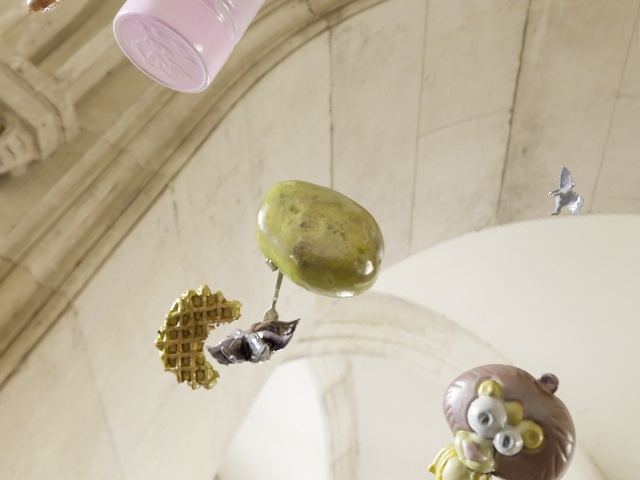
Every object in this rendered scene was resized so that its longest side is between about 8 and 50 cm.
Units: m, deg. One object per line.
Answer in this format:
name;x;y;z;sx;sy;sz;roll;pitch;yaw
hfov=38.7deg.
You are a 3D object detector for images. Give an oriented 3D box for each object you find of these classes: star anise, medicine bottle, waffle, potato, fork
star anise;-0.116;0.185;1.642;0.204;0.180;0.061;-12;-79;48
medicine bottle;-0.209;-0.446;1.634;0.202;0.316;0.202;23;-26;12
waffle;-0.229;0.183;1.733;0.149;0.051;0.194;31;-87;0
potato;-0.002;0.001;1.537;0.228;0.197;0.149;15;-54;8
fork;-0.090;0.105;1.937;0.034;0.028;0.220;15;-77;2

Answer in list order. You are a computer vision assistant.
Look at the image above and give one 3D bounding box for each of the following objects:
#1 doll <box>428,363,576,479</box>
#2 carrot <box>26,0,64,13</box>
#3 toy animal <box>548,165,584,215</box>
doll;0.186;0.219;0.950;0.145;0.188;0.096;18;-3;29
carrot;-0.252;-0.323;1.029;0.209;0.061;0.061;-34;-68;11
toy animal;0.280;-0.049;1.056;0.028;0.084;0.050;35;-61;-21
